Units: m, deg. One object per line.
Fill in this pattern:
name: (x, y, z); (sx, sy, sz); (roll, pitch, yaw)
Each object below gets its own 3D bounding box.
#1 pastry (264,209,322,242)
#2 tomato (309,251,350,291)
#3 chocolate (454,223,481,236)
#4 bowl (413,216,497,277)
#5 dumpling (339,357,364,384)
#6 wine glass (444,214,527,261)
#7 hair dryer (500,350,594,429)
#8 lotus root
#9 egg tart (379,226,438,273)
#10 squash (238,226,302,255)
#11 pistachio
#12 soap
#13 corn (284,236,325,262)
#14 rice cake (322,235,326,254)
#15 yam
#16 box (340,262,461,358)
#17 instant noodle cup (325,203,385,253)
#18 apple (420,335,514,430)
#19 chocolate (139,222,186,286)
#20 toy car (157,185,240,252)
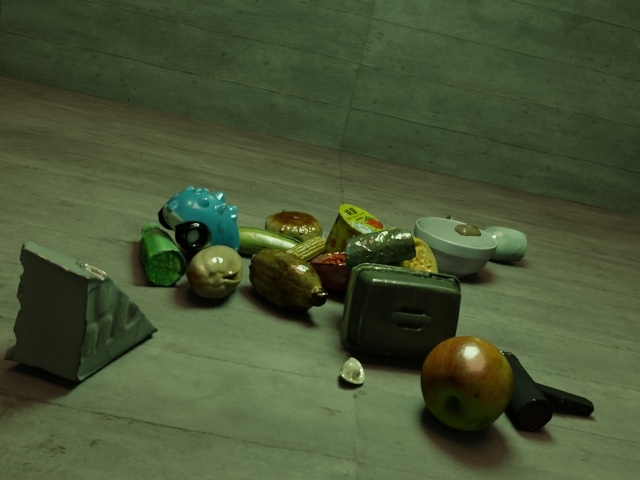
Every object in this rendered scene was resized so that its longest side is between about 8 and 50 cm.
pastry: (-0.089, -0.037, 2.129); (0.192, 0.093, 0.182); (6, 23, 4)
tomato: (0.080, 0.094, 1.870); (0.227, 0.101, 0.228); (-6, 7, 1)
chocolate: (0.512, -0.037, 2.208); (0.100, 0.031, 0.064); (3, 26, -30)
bowl: (0.454, 0.033, 2.236); (0.286, 0.144, 0.287); (12, 20, -4)
dumpling: (0.073, 0.295, 1.431); (0.059, 0.043, 0.077); (31, 5, 2)
wine glass: (0.618, -0.001, 2.445); (0.321, 0.143, 0.143); (12, 20, -4)
hair dryer: (0.526, 0.360, 1.491); (0.251, 0.089, 0.197); (15, 18, -14)
lotus root: (-0.084, 0.107, 1.687); (0.260, 0.145, 0.128); (23, 28, 32)
egg tart: (0.244, 0.086, 1.792); (0.118, 0.288, 0.288); (-22, -4, 37)
squash: (-0.199, 0.005, 1.980); (0.340, 0.095, 0.094); (11, 20, -4)
pistachio: (-0.272, 0.078, 1.669); (0.143, 0.144, 0.215); (15, 9, 5)
soap: (-0.450, 0.110, 1.280); (0.158, 0.258, 0.302); (16, 19, 13)
corn: (-0.069, 0.048, 1.907); (0.207, 0.068, 0.068); (-30, 42, -33)
rice cake: (0.000, 0.001, 2.196); (0.029, 0.033, 0.171); (2, 22, -11)
yam: (0.151, 0.024, 1.663); (0.183, 0.107, 0.107); (-10, 21, 2)
box: (0.196, 0.175, 1.579); (0.290, 0.221, 0.166); (8, 5, -11)
instant noodle cup: (0.105, -0.008, 2.089); (0.182, 0.144, 0.182); (25, 25, -12)
apple: (0.303, 0.302, 1.345); (0.195, 0.196, 0.196); (12, 20, -4)
chocolate: (-0.445, 0.023, 1.764); (0.110, 0.110, 0.291); (4, 19, -24)
toy car: (-0.322, -0.047, 1.819); (0.188, 0.190, 0.255); (36, -10, 49)
